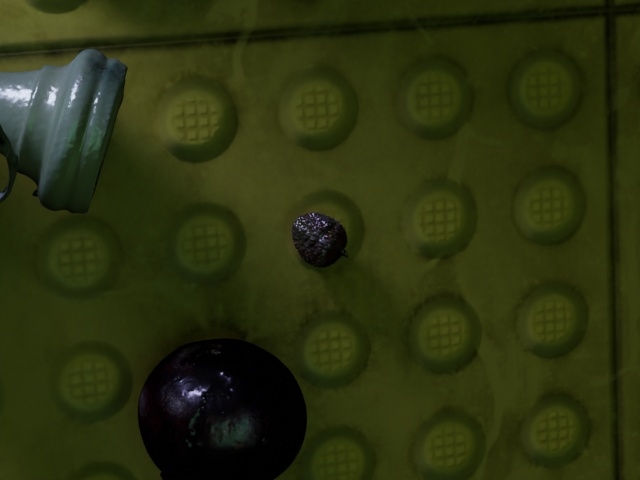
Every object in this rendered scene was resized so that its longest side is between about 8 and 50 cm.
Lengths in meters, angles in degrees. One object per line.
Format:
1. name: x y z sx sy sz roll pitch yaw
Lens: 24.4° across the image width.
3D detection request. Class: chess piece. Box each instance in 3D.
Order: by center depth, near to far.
1. chess piece: -0.388 -0.158 1.709 0.299 0.194 0.194 16 94 -10

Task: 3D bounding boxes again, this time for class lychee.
1. lychee: 0.000 0.000 1.903 0.083 0.068 0.067 40 90 6

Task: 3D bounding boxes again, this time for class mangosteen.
1. mangosteen: -0.122 0.243 1.853 0.211 0.211 0.250 -12 130 -15

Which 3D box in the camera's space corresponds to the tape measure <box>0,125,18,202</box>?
1. tape measure: -0.428 -0.048 1.639 0.164 0.330 0.084 5 69 -18
